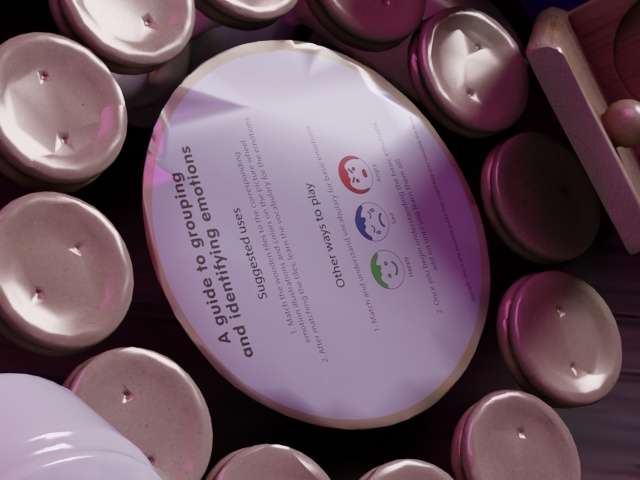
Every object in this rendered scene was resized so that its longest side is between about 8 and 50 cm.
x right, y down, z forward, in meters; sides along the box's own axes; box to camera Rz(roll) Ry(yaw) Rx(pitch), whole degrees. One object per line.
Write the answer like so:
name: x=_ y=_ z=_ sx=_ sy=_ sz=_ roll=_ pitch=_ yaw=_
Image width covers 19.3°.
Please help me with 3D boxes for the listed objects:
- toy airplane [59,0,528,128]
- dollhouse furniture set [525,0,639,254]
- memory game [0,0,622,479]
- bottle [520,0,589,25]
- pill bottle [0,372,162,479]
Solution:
toy airplane: x=-0.152 y=-0.185 z=0.590 sx=0.384 sy=0.272 sz=0.386 roll=30 pitch=7 yaw=-44
dollhouse furniture set: x=0.116 y=-0.103 z=0.500 sx=0.151 sy=0.144 sz=0.123 roll=-27 pitch=6 yaw=13
memory game: x=0.000 y=0.000 z=0.454 sx=0.186 sy=0.012 sz=0.186 roll=14 pitch=64 yaw=-30
bottle: x=0.166 y=-0.153 z=0.691 sx=0.092 sy=0.118 sz=0.283 roll=-14 pitch=18 yaw=41
pill bottle: x=-0.017 y=0.105 z=0.318 sx=0.108 sy=0.108 sz=0.180 roll=-24 pitch=47 yaw=-36
